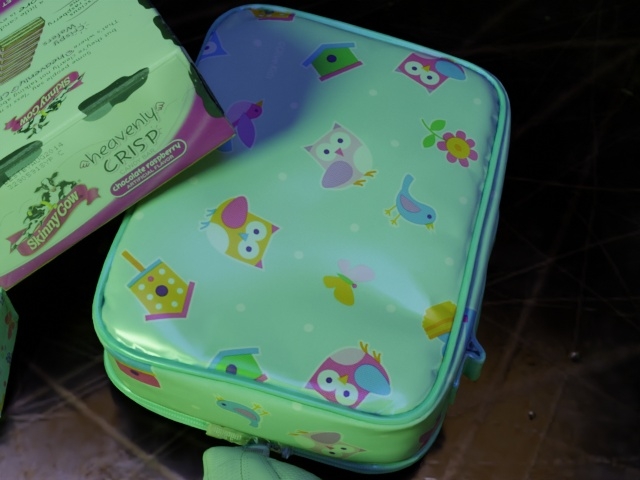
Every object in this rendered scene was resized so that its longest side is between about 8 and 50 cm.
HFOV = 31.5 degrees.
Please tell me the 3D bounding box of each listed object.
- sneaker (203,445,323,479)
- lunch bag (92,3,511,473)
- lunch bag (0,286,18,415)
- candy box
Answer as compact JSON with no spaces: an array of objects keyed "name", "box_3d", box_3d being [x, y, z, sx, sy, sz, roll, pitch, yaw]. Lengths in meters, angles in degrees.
[{"name":"sneaker","box_3d":[-0.075,0.225,0.580,0.121,0.099,0.262,20,64,35]},{"name":"lunch bag","box_3d":[0.000,0.000,0.694,0.224,0.108,0.279,16,60,3]},{"name":"lunch bag","box_3d":[-0.228,0.065,0.667,0.083,0.053,0.071,0,58,5]},{"name":"candy box","box_3d":[-0.166,-0.099,0.685,0.159,0.071,0.233,-34,43,0]}]
